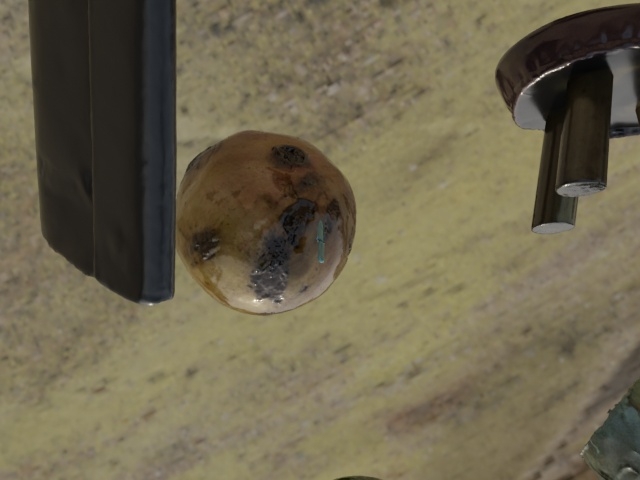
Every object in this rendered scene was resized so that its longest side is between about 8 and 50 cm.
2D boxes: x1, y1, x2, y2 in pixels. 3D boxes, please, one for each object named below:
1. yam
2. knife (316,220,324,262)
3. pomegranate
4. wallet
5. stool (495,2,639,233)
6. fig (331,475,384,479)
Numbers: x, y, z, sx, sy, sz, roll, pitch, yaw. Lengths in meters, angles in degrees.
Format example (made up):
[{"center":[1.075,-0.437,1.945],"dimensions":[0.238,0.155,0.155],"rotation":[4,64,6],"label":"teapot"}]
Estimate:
[{"center":[0.472,0.293,1.532],"dimensions":[0.202,0.271,0.201],"rotation":[-34,156,-34],"label":"yam"},{"center":[0.000,0.000,1.631],"dimensions":[0.005,0.091,0.014],"rotation":[-38,116,24],"label":"knife"},{"center":[-0.091,-0.032,2.002],"dimensions":[0.322,0.322,0.322],"rotation":[-24,159,-10],"label":"pomegranate"},{"center":[-0.218,-0.153,1.207],"dimensions":[0.062,0.228,0.406],"rotation":[-18,123,-36],"label":"wallet"},{"center":[0.326,-0.121,1.293],"dimensions":[0.272,0.179,0.272],"rotation":[-3,166,-1],"label":"stool"},{"center":[0.050,0.409,1.468],"dimensions":[0.203,0.235,0.203],"rotation":[-9,124,-13],"label":"fig"}]
